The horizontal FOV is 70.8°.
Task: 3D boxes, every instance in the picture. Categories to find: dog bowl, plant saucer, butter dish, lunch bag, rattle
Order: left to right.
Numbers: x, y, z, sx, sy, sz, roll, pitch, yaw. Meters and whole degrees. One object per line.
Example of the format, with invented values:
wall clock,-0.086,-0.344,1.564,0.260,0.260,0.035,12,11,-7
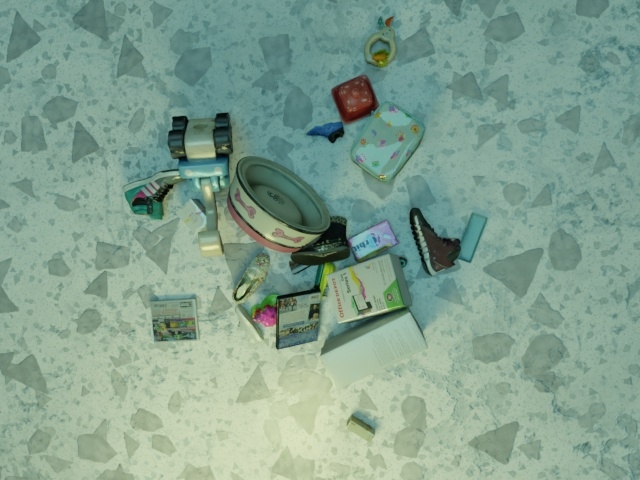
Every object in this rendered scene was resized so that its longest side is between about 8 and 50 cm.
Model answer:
dog bowl,-0.166,-0.124,1.678,0.408,0.408,0.150,42,117,3
butter dish,0.135,-0.558,1.741,0.160,0.118,0.160,-22,90,4
rattle,0.233,-0.778,1.715,0.130,0.142,0.200,25,102,23
lunch bag,0.255,-0.384,1.746,0.224,0.108,0.279,36,95,8
plant saucer,0.593,-0.010,1.775,0.067,0.018,0.192,20,96,5

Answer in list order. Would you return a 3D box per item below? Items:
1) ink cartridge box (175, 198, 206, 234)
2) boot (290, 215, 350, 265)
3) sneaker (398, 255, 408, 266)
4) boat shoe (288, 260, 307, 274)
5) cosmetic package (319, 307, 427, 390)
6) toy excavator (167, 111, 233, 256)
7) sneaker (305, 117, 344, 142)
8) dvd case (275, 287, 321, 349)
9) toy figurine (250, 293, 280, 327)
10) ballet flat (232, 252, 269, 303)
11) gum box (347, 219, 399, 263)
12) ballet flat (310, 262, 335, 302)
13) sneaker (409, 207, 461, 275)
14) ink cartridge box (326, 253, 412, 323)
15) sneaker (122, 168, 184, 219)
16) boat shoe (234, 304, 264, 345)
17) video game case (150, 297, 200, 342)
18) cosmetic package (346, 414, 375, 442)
ink cartridge box,-0.503,-0.091,1.856,0.090,0.092,0.143,-42,90,6
boot,0.001,0.001,1.781,0.236,0.085,0.179,-8,54,13
sneaker,0.269,0.106,1.788,0.166,0.076,0.065,-26,89,7
boat shoe,-0.047,0.070,1.827,0.183,0.066,0.066,-28,82,3
cosmetic package,0.201,0.402,1.745,0.384,0.217,0.156,-29,89,9
toy excavator,-0.431,-0.219,1.744,0.222,0.433,0.445,-7,126,-6
sneaker,0.020,-0.425,1.794,0.152,0.058,0.085,-16,83,1
dvd case,-0.089,0.312,1.779,0.180,0.022,0.253,-8,120,-21
toy figurine,-0.220,0.298,1.812,0.173,0.159,0.130,-10,92,7
ballet flat,-0.287,0.164,1.853,0.091,0.077,0.241,30,95,5
gum box,0.204,0.006,1.796,0.188,0.062,0.107,-27,90,7
ballet flat,0.002,0.195,1.830,0.077,0.077,0.231,18,95,-24
sneaker,0.454,-0.013,1.758,0.162,0.106,0.282,-18,102,2
ink cartridge box,0.182,0.188,1.723,0.278,0.117,0.202,-21,75,26
sneaker,-0.664,-0.176,1.850,0.295,0.124,0.179,-17,86,15
boat shoe,-0.310,0.355,1.879,0.063,0.066,0.184,-34,99,6
video game case,-0.622,0.344,1.929,0.201,0.023,0.184,-4,93,6
cosmetic package,0.165,0.771,1.847,0.115,0.060,0.041,31,95,2
